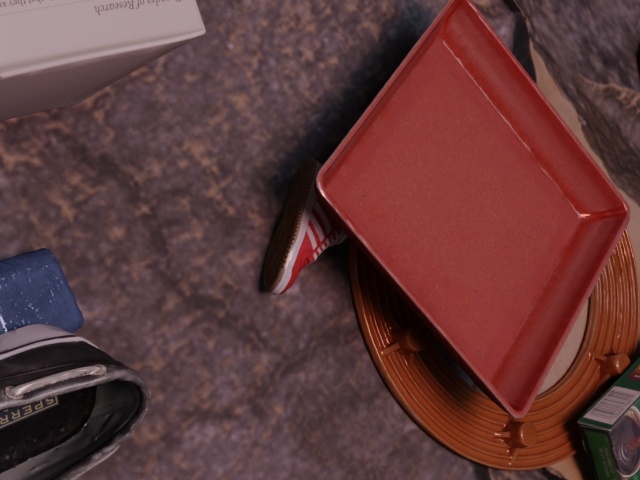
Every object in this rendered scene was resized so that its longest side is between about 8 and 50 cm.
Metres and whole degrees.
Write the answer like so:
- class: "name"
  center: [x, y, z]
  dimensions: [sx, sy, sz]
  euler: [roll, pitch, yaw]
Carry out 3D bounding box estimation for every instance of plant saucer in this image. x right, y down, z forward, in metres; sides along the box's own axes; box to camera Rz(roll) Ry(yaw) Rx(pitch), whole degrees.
- class: "plant saucer"
  center: [0.122, -0.029, 1.152]
  dimensions: [0.258, 0.047, 0.259]
  euler: [49, 52, -17]

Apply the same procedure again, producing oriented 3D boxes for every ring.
- class: "ring"
  center: [0.166, 0.029, 1.228]
  dimensions: [0.336, 0.032, 0.337]
  euler: [9, 74, -36]

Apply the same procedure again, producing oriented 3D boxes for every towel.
- class: "towel"
  center: [-0.220, 0.052, 0.937]
  dimensions: [0.119, 0.029, 0.067]
  euler: [-24, 96, -37]

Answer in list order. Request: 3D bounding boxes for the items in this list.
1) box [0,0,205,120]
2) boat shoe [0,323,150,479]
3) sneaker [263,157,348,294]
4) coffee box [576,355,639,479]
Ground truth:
- class: "box"
  center: [-0.204, -0.146, 0.898]
  dimensions: [0.182, 0.181, 0.119]
  euler: [-18, 91, -38]
- class: "boat shoe"
  center: [-0.236, 0.148, 0.839]
  dimensions: [0.306, 0.105, 0.113]
  euler: [-22, 117, -39]
- class: "sneaker"
  center: [0.000, 0.000, 1.104]
  dimensions: [0.067, 0.042, 0.118]
  euler: [31, 60, -23]
- class: "coffee box"
  center: [0.305, 0.160, 1.276]
  dimensions: [0.184, 0.040, 0.113]
  euler: [-35, 119, -37]
